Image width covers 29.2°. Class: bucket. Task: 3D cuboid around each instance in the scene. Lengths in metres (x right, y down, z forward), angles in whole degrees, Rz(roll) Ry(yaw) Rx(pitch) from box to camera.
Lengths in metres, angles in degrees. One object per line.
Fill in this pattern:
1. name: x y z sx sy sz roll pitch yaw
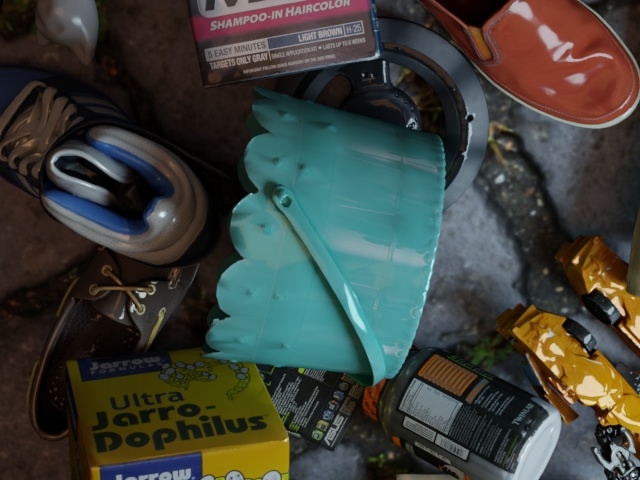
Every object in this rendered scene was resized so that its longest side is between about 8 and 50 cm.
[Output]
1. bucket: 0.000 0.000 1.162 0.183 0.281 0.281 11 107 -4

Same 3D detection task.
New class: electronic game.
1. electronic game: 0.060 -0.118 1.275 0.229 0.048 0.229 2 111 4

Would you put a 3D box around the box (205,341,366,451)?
1. box: -0.025 0.115 1.349 0.184 0.045 0.190 25 106 -5

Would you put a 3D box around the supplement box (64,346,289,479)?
1. supplement box: -0.151 0.310 1.278 0.194 0.195 0.356 -6 117 -16

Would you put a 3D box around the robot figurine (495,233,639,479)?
1. robot figurine: 0.335 0.142 1.323 0.211 0.085 0.291 -46 103 -9

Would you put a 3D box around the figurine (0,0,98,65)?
1. figurine: -0.270 -0.293 1.170 0.215 0.092 0.209 31 116 23

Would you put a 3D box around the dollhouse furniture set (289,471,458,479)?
1. dollhouse furniture set: 0.137 0.461 1.403 0.362 0.256 0.394 1 86 -1

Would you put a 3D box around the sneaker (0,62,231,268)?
1. sneaker: -0.236 -0.090 1.149 0.323 0.236 0.130 35 86 8

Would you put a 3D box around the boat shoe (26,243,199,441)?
1. boat shoe: -0.216 0.070 1.305 0.117 0.096 0.324 30 104 -8

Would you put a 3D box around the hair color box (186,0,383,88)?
1. hair color box: -0.054 -0.329 1.154 0.174 0.105 0.347 -10 99 6

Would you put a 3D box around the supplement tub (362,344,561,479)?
1. supplement tub: 0.147 0.188 1.301 0.190 0.117 0.117 26 108 28

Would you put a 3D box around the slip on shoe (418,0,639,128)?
1. slip on shoe: 0.187 -0.223 1.218 0.331 0.101 0.123 39 101 -13

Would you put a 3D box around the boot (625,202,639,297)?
1. boot: 0.435 -0.072 1.246 0.236 0.089 0.269 3 96 1
